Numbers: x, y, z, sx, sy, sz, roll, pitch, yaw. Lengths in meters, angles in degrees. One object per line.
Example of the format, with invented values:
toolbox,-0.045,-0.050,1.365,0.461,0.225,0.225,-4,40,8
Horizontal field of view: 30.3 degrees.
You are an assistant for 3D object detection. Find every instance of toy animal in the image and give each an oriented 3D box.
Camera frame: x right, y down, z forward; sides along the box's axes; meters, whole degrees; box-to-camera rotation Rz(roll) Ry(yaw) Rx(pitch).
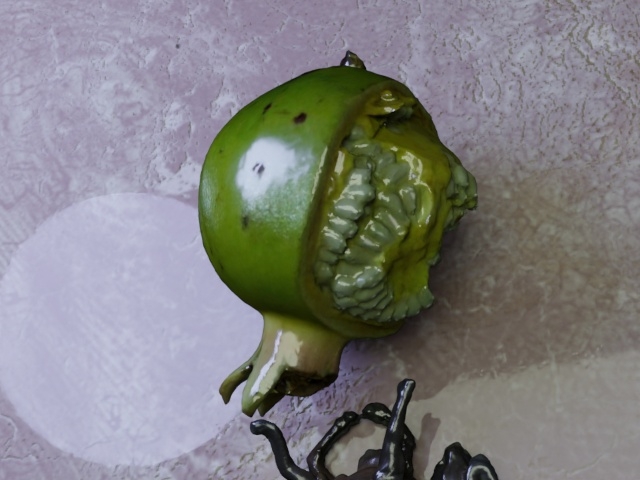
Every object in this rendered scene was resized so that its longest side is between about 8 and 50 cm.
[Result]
toy animal,0.039,0.217,1.068,0.232,0.084,0.148,-17,68,4

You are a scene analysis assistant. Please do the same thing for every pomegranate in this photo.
pomegranate,0.000,0.000,1.076,0.260,0.260,0.341,21,82,21
